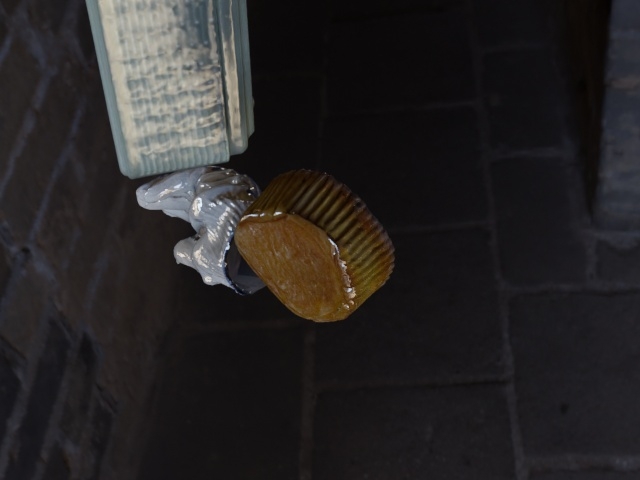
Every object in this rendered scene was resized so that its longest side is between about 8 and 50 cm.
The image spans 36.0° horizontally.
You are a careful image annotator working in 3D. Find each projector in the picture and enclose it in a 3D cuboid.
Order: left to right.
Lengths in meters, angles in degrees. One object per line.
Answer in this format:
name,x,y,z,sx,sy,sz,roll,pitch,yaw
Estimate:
projector,-0.105,-0.195,0.616,0.099,0.256,0.192,-11,46,-10

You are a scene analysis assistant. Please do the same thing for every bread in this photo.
bread,0.000,0.000,0.536,0.085,0.085,0.053,22,50,28

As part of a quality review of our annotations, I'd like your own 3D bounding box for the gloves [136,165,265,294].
gloves,-0.104,-0.014,0.944,0.097,0.119,0.229,-5,20,-38
